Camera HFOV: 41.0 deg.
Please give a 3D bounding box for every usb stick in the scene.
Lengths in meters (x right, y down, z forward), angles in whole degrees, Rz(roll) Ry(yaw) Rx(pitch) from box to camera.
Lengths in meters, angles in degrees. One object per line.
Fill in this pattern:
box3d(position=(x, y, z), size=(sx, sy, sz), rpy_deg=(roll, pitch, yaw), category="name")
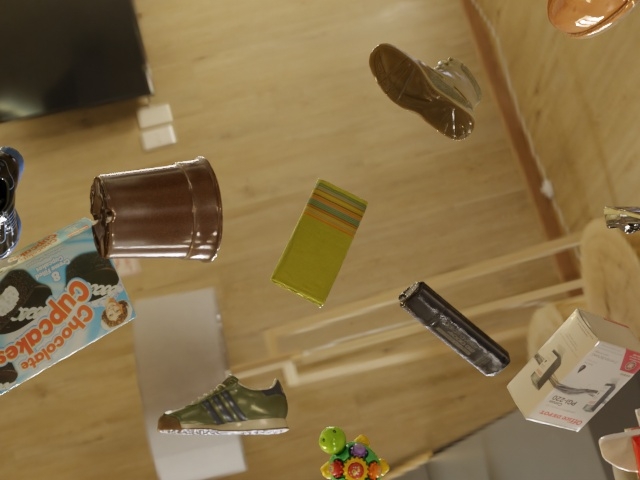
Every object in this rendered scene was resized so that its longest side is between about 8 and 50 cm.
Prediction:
box3d(position=(0.280, 0.186, 1.785), size=(0.278, 0.077, 0.045), rpy_deg=(39, -153, -16), category="usb stick")

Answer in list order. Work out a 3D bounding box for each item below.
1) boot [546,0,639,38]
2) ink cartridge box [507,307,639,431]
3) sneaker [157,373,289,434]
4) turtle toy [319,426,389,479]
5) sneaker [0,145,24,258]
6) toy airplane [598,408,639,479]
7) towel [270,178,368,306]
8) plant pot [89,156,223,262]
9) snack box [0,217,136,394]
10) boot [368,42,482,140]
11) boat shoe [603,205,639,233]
box3d(position=(0.179, -0.263, 0.715), size=(0.283, 0.220, 0.109), rpy_deg=(116, 150, -75), category="boot")
box3d(position=(0.486, 0.250, 1.623), size=(0.218, 0.158, 0.092), rpy_deg=(-54, 35, 26), category="ink cartridge box")
box3d(position=(-0.143, 0.242, 1.268), size=(0.064, 0.192, 0.086), rpy_deg=(108, 162, -70), category="sneaker")
box3d(position=(0.046, 0.355, 1.371), size=(0.130, 0.095, 0.066), rpy_deg=(50, 173, 9), category="turtle toy")
box3d(position=(-0.583, -0.052, 1.527), size=(0.090, 0.081, 0.232), rpy_deg=(-77, 2, -59), category="sneaker")
box3d(position=(0.662, 0.537, 1.709), size=(0.386, 0.272, 0.384), rpy_deg=(27, -147, -52), category="toy airplane")
box3d(position=(0.000, 0.000, 1.481), size=(0.237, 0.102, 0.021), rpy_deg=(-65, 2, -35), category="towel")
box3d(position=(-0.254, -0.040, 1.298), size=(0.167, 0.165, 0.167), rpy_deg=(20, 113, 59), category="plant pot")
box3d(position=(-0.474, 0.118, 1.372), size=(0.060, 0.322, 0.187), rpy_deg=(24, 137, 50), category="snack box")
box3d(position=(0.185, -0.278, 1.466), size=(0.213, 0.077, 0.165), rpy_deg=(38, -144, -7), category="boot")
box3d(position=(0.579, -0.037, 1.592), size=(0.152, 0.056, 0.049), rpy_deg=(-140, 46, -80), category="boat shoe")
